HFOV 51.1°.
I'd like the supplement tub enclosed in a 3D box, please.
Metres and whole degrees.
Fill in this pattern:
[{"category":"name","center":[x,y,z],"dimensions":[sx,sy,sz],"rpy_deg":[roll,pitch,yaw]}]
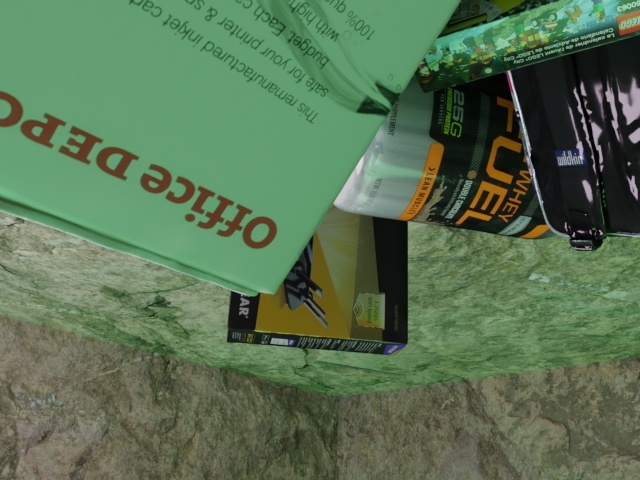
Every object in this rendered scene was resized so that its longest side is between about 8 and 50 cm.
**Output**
[{"category":"supplement tub","center":[0.188,-0.114,0.805],"dimensions":[0.338,0.207,0.207],"rpy_deg":[7,156,-12]}]

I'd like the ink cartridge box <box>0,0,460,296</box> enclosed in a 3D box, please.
[{"category":"ink cartridge box","center":[-0.065,-0.196,0.417],"dimensions":[0.285,0.395,0.166],"rpy_deg":[26,-170,-42]}]

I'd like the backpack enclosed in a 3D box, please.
[{"category":"backpack","center":[0.292,-0.142,0.601],"dimensions":[0.191,0.253,0.225],"rpy_deg":[-33,-163,-29]}]

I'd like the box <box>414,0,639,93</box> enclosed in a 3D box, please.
[{"category":"box","center":[0.159,-0.223,0.526],"dimensions":[0.159,0.233,0.044],"rpy_deg":[-9,136,28]}]

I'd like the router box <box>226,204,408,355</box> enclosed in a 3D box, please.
[{"category":"router box","center":[0.000,0.000,0.962],"dimensions":[0.243,0.309,0.081],"rpy_deg":[5,157,-7]}]
